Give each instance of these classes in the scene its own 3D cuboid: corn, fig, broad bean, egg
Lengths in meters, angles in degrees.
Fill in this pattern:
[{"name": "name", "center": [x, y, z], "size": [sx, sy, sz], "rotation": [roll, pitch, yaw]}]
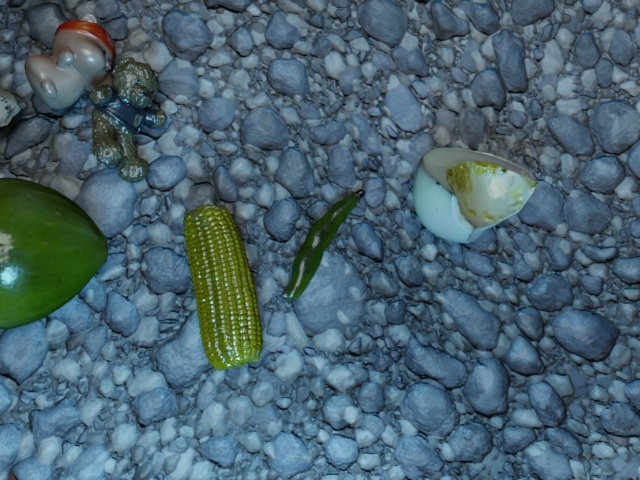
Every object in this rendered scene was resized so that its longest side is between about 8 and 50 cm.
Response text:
[{"name": "corn", "center": [-0.201, 0.090, 1.729], "size": [0.131, 0.131, 0.345], "rotation": [-12, 79, -7]}, {"name": "fig", "center": [-0.574, 0.024, 1.647], "size": [0.316, 0.316, 0.316], "rotation": [1, 78, -4]}, {"name": "broad bean", "center": [-0.001, -0.001, 1.808], "size": [0.060, 0.043, 0.298], "rotation": [34, 76, -6]}, {"name": "egg", "center": [0.299, -0.085, 1.792], "size": [0.271, 0.162, 0.206], "rotation": [-14, 41, -39]}]

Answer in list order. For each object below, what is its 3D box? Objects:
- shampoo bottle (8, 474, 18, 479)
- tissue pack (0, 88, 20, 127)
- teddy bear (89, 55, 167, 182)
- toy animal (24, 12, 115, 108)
[{"name": "shampoo bottle", "center": [-0.679, 0.553, 1.619], "size": [0.244, 0.085, 0.085], "rotation": [-33, 82, -12]}, {"name": "tissue pack", "center": [-0.876, -0.350, 1.755], "size": [0.389, 0.195, 0.376], "rotation": [-24, 93, -9]}, {"name": "teddy bear", "center": [-0.424, -0.261, 1.793], "size": [0.129, 0.182, 0.252], "rotation": [11, 81, 30]}, {"name": "toy animal", "center": [-0.523, -0.373, 1.795], "size": [0.171, 0.171, 0.197], "rotation": [44, 76, 6]}]
